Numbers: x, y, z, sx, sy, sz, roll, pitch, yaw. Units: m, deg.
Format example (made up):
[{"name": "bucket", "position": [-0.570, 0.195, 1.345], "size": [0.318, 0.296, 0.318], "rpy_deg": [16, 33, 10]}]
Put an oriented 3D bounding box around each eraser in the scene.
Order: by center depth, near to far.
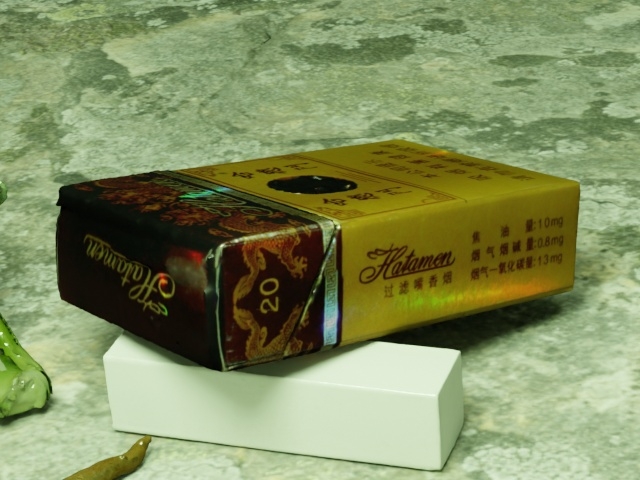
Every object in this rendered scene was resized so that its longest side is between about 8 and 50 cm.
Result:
[{"name": "eraser", "position": [-0.032, 0.127, 1.417], "size": [0.298, 0.078, 0.076], "rpy_deg": [5, 28, 19]}]

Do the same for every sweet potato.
[{"name": "sweet potato", "position": [-0.181, 0.193, 1.378], "size": [0.115, 0.026, 0.026], "rpy_deg": [-23, 32, -39]}]

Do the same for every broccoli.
[{"name": "broccoli", "position": [-0.326, 0.034, 1.547], "size": [0.275, 0.198, 0.177], "rpy_deg": [22, -7, 32]}]

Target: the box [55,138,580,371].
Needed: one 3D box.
[{"name": "box", "position": [0.000, 0.001, 1.501], "size": [0.415, 0.115, 0.264], "rpy_deg": [-9, 18, -36]}]
